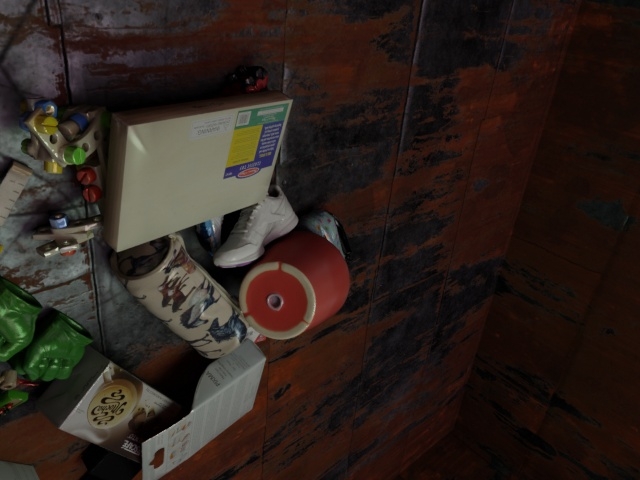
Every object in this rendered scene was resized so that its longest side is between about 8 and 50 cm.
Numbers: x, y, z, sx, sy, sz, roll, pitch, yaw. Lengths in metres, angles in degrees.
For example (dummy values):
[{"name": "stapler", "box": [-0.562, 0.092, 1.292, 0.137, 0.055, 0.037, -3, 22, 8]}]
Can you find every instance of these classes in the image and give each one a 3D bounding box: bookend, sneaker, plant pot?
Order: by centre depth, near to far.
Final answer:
[{"name": "sneaker", "box": [-0.209, -0.265, 1.148, 0.276, 0.098, 0.135, -44, 137, -20]}, {"name": "sneaker", "box": [-0.261, -0.044, 1.264, 0.083, 0.071, 0.190, -36, 136, -34]}, {"name": "sneaker", "box": [-0.178, -0.040, 1.298, 0.305, 0.114, 0.152, -46, 123, -49]}, {"name": "plant pot", "box": [-0.078, 0.124, 1.337, 0.243, 0.275, 0.274, -37, 148, -73]}, {"name": "bookend", "box": [-0.572, 0.600, 1.348, 0.157, 0.072, 0.156, -47, 139, -13]}]

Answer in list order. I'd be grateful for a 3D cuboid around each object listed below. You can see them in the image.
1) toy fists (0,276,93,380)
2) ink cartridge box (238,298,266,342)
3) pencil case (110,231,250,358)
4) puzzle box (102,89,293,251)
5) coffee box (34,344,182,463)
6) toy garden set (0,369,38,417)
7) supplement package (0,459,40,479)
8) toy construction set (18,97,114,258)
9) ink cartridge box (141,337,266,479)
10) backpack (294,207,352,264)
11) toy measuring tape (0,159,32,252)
[{"name": "toy fists", "box": [-0.597, 0.198, 1.043, 0.142, 0.096, 0.279, -47, 141, -11]}, {"name": "ink cartridge box", "box": [-0.200, 0.232, 1.515, 0.099, 0.056, 0.135, -6, 119, -45]}, {"name": "pencil case", "box": [-0.316, 0.122, 1.234, 0.184, 0.160, 0.410, -32, 137, -3]}, {"name": "puzzle box", "box": [-0.237, -0.153, 1.049, 0.409, 0.052, 0.272, -26, 145, -47]}, {"name": "coffee box", "box": [-0.495, 0.398, 1.243, 0.168, 0.119, 0.297, -55, 142, -22]}, {"name": "toy garden set", "box": [-0.672, 0.293, 0.978, 0.204, 0.049, 0.244, -30, 144, 18]}, {"name": "supplement package", "box": [-0.723, 0.556, 1.133, 0.105, 0.105, 0.179, -51, 140, -9]}, {"name": "toy construction set", "box": [-0.439, -0.113, 0.957, 0.215, 0.151, 0.327, -55, 165, -54]}, {"name": "ink cartridge box", "box": [-0.336, 0.472, 1.417, 0.385, 0.091, 0.308, -29, 150, -38]}, {"name": "backpack", "box": [0.000, 0.000, 1.512, 0.115, 0.152, 0.181, -36, 125, -38]}, {"name": "toy measuring tape", "box": [-0.616, 0.012, 0.919, 0.121, 0.122, 0.330, 40, 61, -51]}]
